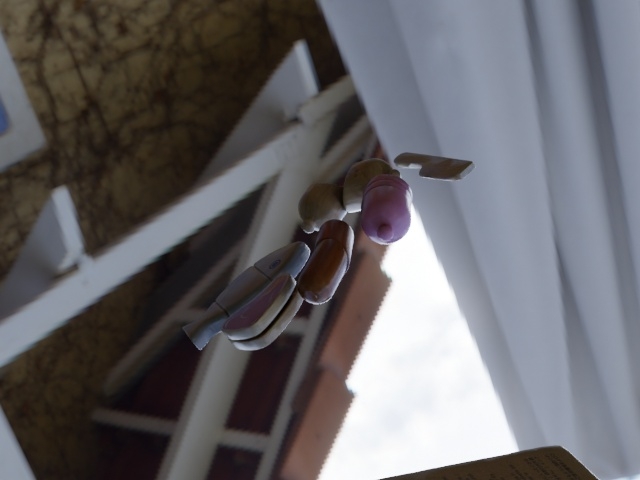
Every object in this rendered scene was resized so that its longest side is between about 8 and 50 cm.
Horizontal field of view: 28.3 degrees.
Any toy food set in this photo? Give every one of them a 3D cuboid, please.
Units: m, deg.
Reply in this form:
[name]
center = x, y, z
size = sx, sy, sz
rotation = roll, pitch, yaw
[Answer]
[toy food set]
center = 0.000, 0.000, 0.498
size = 0.122, 0.019, 0.078
rotation = -42, -157, -15

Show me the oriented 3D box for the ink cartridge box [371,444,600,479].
[ink cartridge box]
center = 0.143, 0.245, 0.842
size = 0.193, 0.088, 0.234
rotation = -6, -152, -26
